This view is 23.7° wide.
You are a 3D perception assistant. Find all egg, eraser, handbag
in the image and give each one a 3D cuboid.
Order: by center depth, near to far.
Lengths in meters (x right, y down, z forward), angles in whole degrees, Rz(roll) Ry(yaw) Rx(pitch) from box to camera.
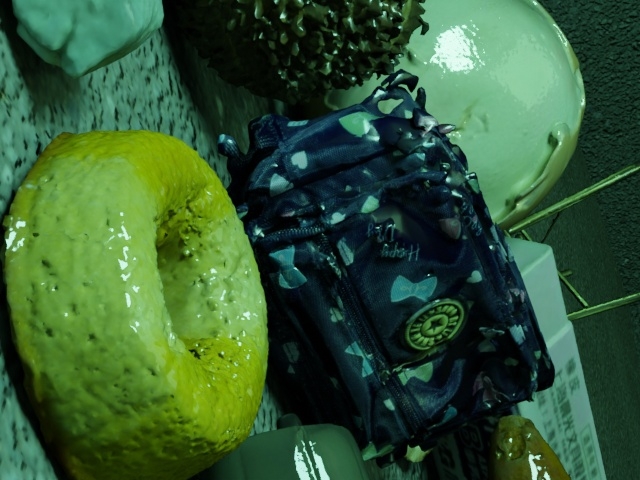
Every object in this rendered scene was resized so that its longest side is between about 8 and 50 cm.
[{"bbox_3d":[0.039,0.031,0.912,0.113,0.162,0.260,-107,174,-51],"label":"handbag"},{"bbox_3d":[0.085,-0.102,1.116,0.244,0.201,0.201,-107,-179,-79],"label":"egg"},{"bbox_3d":[0.144,0.136,1.198,0.086,0.130,0.287,-33,119,-30],"label":"eraser"}]

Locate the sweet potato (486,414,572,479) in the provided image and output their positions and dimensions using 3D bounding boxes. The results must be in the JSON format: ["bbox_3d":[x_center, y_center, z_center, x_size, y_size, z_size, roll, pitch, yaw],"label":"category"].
[{"bbox_3d":[0.185,0.278,0.932,0.112,0.112,0.359,-60,133,-69],"label":"sweet potato"}]

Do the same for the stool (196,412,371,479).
[{"bbox_3d":[-0.013,0.145,0.738,0.096,0.096,0.110,43,31,-65],"label":"stool"}]

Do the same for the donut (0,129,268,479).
[{"bbox_3d":[-0.073,0.026,0.668,0.178,0.065,0.162,-80,152,-55],"label":"donut"}]

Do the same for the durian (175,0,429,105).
[{"bbox_3d":[-0.001,-0.177,0.899,0.196,0.167,0.196,-162,-90,-82],"label":"durian"}]

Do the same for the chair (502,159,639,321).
[{"bbox_3d":[0.153,0.034,1.375,0.326,0.170,0.159,-25,110,-31],"label":"chair"}]

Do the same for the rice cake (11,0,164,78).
[{"bbox_3d":[-0.123,-0.175,0.670,0.069,0.063,0.206,-47,122,-75],"label":"rice cake"}]

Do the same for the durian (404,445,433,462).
[{"bbox_3d":[0.054,0.108,1.146,0.066,0.052,0.130,-39,118,-31],"label":"durian"}]
